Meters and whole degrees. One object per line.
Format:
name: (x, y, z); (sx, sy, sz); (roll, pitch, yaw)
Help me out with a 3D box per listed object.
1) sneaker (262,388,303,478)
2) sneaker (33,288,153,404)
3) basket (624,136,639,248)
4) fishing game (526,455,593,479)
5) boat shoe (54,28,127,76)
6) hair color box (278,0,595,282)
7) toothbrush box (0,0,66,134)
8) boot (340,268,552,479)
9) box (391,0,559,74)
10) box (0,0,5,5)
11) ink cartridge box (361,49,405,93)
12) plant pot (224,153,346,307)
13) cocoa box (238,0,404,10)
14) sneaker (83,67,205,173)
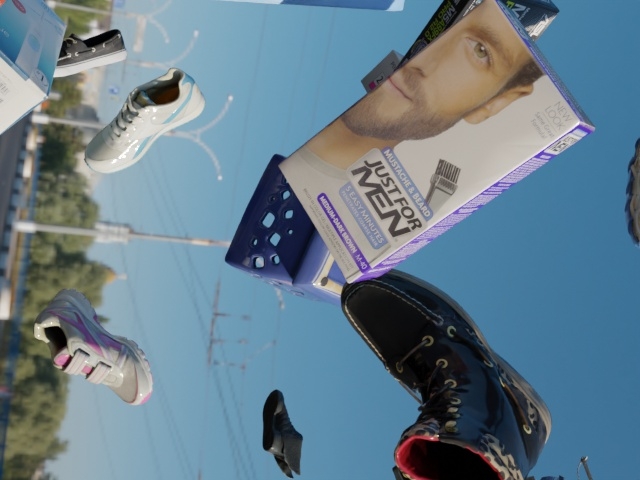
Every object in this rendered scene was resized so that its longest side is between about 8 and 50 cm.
sneaker: (-0.074, 0.399, 1.758); (0.051, 0.089, 0.170); (-34, -143, 35)
sneaker: (-0.405, 0.203, 1.479); (0.103, 0.252, 0.111); (-54, 171, 34)
basket: (0.607, -0.068, 1.397); (0.289, 0.201, 0.254); (73, 27, -71)
fishing game: (0.370, 0.480, 1.506); (0.264, 0.041, 0.189); (-39, -171, 16)
boat shoe: (-0.514, -0.403, 1.798); (0.080, 0.229, 0.076); (26, -52, 43)
hair color box: (0.133, -0.113, 1.038); (0.339, 0.110, 0.185); (-36, -104, 22)
toothbrush box: (-0.527, -0.326, 1.320); (0.126, 0.216, 0.295); (-34, -147, 13)
boot: (0.155, 0.211, 1.155); (0.138, 0.377, 0.284); (-45, 180, 24)
box: (0.291, -0.373, 1.625); (0.270, 0.216, 0.060); (-52, -133, 36)
box: (-0.467, -0.395, 0.997); (0.128, 0.123, 0.256); (-3, -77, 56)
ink cartridge box: (0.252, -0.386, 2.178); (0.239, 0.060, 0.275); (-42, -123, 28)
plant pot: (0.000, 0.000, 1.604); (0.212, 0.236, 0.235); (22, -94, 41)
cocoa box: (-0.060, -0.461, 1.163); (0.228, 0.347, 0.231); (-128, -138, -51)
sneaker: (-0.305, -0.203, 1.414); (0.087, 0.229, 0.092); (49, -6, 24)
